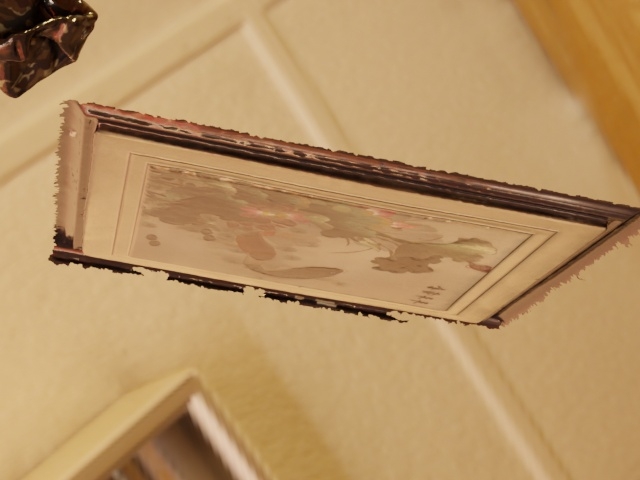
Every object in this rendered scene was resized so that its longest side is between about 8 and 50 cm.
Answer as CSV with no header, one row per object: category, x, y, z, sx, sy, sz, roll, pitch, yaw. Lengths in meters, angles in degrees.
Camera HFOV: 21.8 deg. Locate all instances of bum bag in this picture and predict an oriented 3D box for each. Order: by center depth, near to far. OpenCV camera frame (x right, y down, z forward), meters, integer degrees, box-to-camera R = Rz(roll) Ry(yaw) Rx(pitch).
bum bag,-0.297,-0.206,1.352,0.248,0.102,0.069,35,-158,-30

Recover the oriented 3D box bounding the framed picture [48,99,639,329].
framed picture,0.000,0.000,0.611,0.199,0.195,0.010,10,-105,-7
